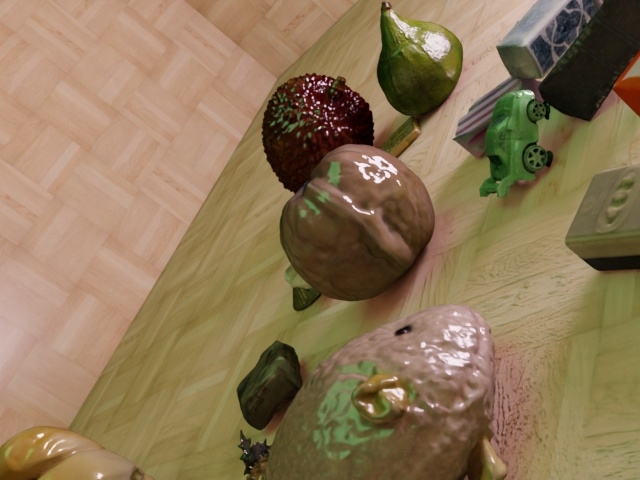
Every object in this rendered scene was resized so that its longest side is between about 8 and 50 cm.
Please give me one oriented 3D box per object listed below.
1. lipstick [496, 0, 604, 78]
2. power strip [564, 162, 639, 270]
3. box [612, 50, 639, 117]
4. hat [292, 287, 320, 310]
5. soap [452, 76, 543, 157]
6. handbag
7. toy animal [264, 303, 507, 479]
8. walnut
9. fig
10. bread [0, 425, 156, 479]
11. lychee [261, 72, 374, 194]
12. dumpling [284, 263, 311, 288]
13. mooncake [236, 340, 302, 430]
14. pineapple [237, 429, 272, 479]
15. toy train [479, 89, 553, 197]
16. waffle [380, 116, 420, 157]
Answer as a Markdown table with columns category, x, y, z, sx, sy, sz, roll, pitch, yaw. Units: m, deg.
| category | x | y | z | sx | sy | sz | roll | pitch | yaw |
| --- | --- | --- | --- | --- | --- | --- | --- | --- | --- |
| lipstick | 0.395 | -0.371 | 1.229 | 0.290 | 0.077 | 0.076 | -47 | 31 | -14 |
| power strip | 0.354 | -0.030 | 0.761 | 0.105 | 0.070 | 0.256 | -58 | 17 | -18 |
| box | 0.440 | -0.145 | 0.454 | 0.349 | 0.256 | 0.318 | -53 | 19 | -3 |
| hat | -0.033 | 0.064 | 1.562 | 0.146 | 0.067 | 0.146 | -46 | 19 | 20 |
| soap | 0.293 | -0.206 | 1.278 | 0.149 | 0.056 | 0.100 | -34 | 23 | 43 |
| handbag | 0.399 | -0.289 | 1.081 | 0.270 | 0.088 | 0.175 | -58 | 2 | 41 |
| toy animal | 0.056 | 0.219 | 0.836 | 0.358 | 0.188 | 0.226 | -51 | 12 | 6 |
| walnut | 0.059 | -0.025 | 1.242 | 0.248 | 0.248 | 0.248 | -46 | 18 | 20 |
| fig | 0.180 | -0.392 | 1.636 | 0.203 | 0.235 | 0.203 | -42 | 24 | 23 |
| bread | -0.469 | 0.471 | 1.445 | 0.328 | 0.245 | 0.424 | -24 | -19 | -17 |
| lychee | -0.012 | -0.246 | 1.788 | 0.276 | 0.275 | 0.304 | -79 | 11 | -55 |
| dumpling | 0.000 | 0.000 | 1.490 | 0.179 | 0.131 | 0.252 | -48 | 24 | 25 |
| mooncake | -0.087 | 0.249 | 1.328 | 0.130 | 0.073 | 0.125 | -48 | 15 | 9 |
| pineapple | -0.065 | 0.334 | 1.070 | 0.125 | 0.125 | 0.251 | -57 | 13 | -13 |
| toy train | 0.275 | -0.139 | 1.117 | 0.099 | 0.081 | 0.149 | -163 | 68 | -74 |
| waffle | 0.162 | -0.206 | 1.673 | 0.135 | 0.021 | 0.092 | -44 | 21 | 23 |
